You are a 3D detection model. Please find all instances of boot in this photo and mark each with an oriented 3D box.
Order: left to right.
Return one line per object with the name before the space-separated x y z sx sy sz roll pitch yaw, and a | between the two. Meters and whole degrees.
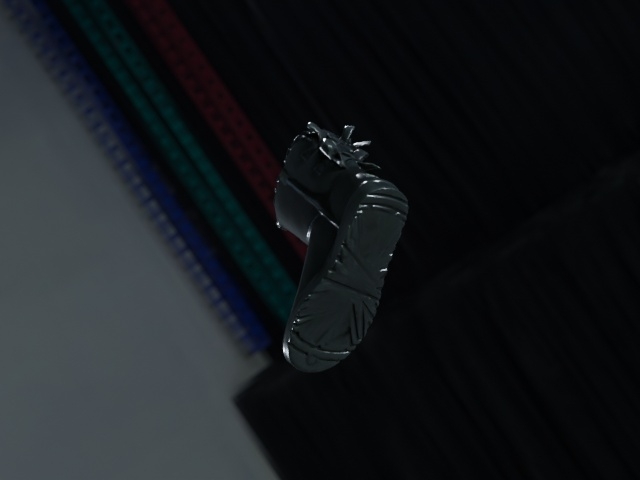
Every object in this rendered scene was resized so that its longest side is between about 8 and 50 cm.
boot | -0.001 0.000 0.997 0.099 0.045 0.121 45 115 57
